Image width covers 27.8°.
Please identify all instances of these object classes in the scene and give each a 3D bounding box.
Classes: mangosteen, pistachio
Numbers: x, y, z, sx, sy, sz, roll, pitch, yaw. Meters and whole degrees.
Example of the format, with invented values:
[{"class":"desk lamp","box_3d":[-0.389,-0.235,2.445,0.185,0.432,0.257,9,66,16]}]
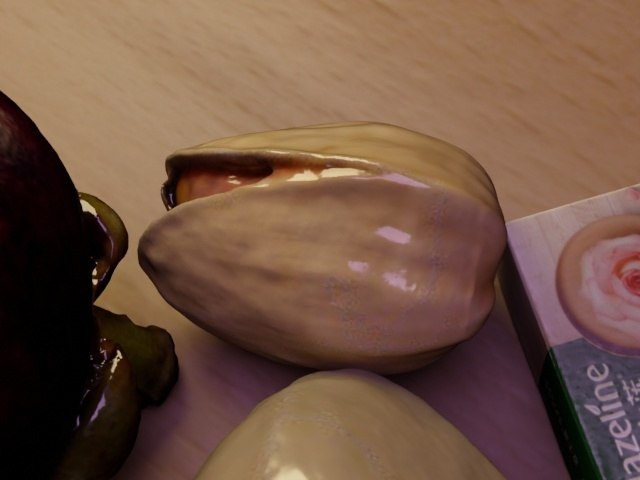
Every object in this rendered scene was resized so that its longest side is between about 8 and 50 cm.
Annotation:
[{"class":"mangosteen","box_3d":[-0.236,0.051,0.690,0.293,0.297,0.297,30,70,-1]},{"class":"pistachio","box_3d":[0.000,0.000,0.768,0.229,0.157,0.157,7,65,22]},{"class":"pistachio","box_3d":[0.024,0.205,0.643,0.226,0.207,0.332,-16,49,-11]}]

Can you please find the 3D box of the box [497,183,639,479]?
[{"class":"box","box_3d":[0.198,0.069,0.762,0.135,0.081,0.199,-16,63,-4]}]
